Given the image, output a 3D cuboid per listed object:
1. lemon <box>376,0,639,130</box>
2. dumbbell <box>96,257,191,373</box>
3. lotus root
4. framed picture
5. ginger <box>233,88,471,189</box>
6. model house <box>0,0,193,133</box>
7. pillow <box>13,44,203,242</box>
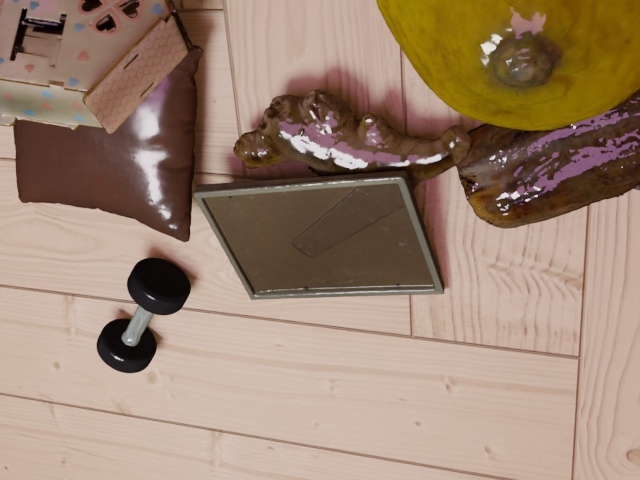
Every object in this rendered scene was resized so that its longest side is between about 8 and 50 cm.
[{"bbox_3d":[0.222,-0.283,0.979,0.350,0.387,0.349,10,143,8],"label":"lemon"},{"bbox_3d":[-0.291,0.125,1.564,0.100,0.100,0.191,34,123,2],"label":"dumbbell"},{"bbox_3d":[0.324,-0.103,1.209,0.329,0.078,0.167,-22,109,30],"label":"lotus root"},{"bbox_3d":[0.000,0.000,1.386,0.324,0.020,0.240,-4,134,24],"label":"framed picture"},{"bbox_3d":[0.038,-0.124,1.314,0.333,0.080,0.166,11,137,11],"label":"ginger"},{"bbox_3d":[-0.291,-0.298,1.249,0.244,0.169,0.326,7,75,6],"label":"model house"},{"bbox_3d":[-0.317,-0.165,1.408,0.308,0.108,0.305,13,118,15],"label":"pillow"}]
